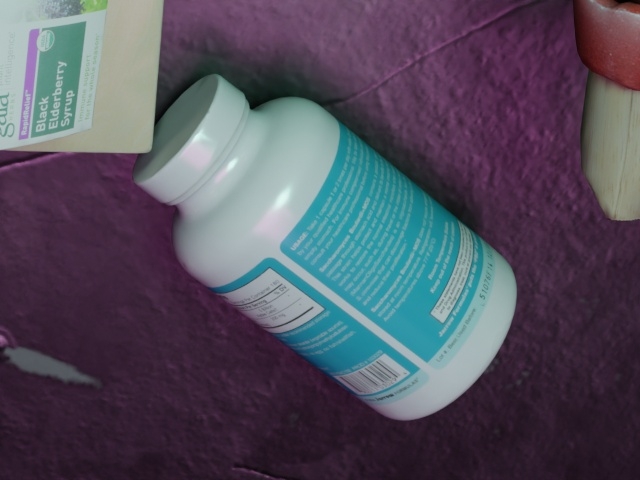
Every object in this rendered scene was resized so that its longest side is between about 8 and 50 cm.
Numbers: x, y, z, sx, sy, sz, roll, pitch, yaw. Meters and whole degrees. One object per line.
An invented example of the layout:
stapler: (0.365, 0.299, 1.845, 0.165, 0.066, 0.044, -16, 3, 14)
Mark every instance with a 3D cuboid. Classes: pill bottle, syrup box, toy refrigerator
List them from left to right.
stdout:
syrup box: (-0.238, -0.141, 0.881, 0.096, 0.237, 0.093, -20, 130, -48)
toy refrigerator: (-0.153, -0.197, 0.946, 0.102, 0.094, 0.269, 0, 118, -15)
pill bottle: (0.000, 0.000, 1.033, 0.264, 0.146, 0.146, 39, 106, -23)

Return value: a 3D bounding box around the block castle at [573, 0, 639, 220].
block castle: (0.379, -0.153, 0.856, 0.453, 0.303, 0.212, 8, 134, 10)
